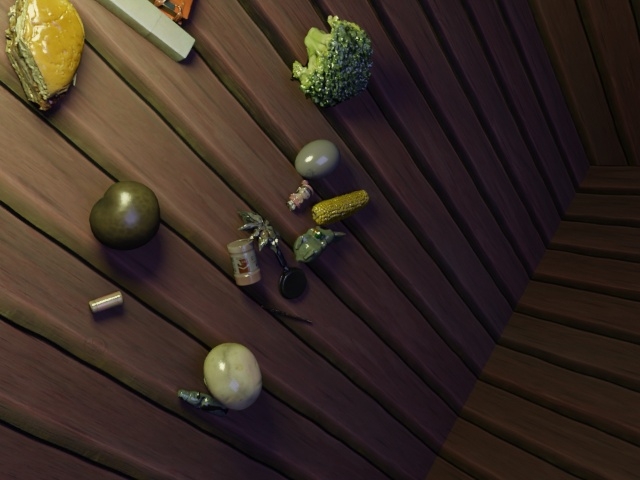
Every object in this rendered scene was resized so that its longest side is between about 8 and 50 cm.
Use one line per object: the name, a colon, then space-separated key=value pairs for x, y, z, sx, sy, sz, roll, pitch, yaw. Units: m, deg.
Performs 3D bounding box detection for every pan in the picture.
pan: x=-0.128 y=0.134 z=1.939 sx=0.136 sy=0.028 sz=0.235 roll=-37 pitch=118 yaw=-28

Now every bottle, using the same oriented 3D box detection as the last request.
bottle: x=-0.675 y=0.196 z=1.519 sx=0.096 sy=0.045 sz=0.045 roll=-20 pitch=109 yaw=-33

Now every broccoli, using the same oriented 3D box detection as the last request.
broccoli: x=0.026 y=-0.672 z=1.791 sx=0.293 sy=0.281 sz=0.348 roll=-24 pitch=150 yaw=-11

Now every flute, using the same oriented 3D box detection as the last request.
flute: x=-0.136 y=0.304 z=1.971 sx=0.269 sy=0.014 sz=0.014 roll=26 pitch=82 yaw=-37

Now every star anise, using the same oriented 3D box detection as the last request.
star anise: x=-0.216 y=-0.039 z=1.772 sx=0.061 sy=0.205 sz=0.180 roll=-43 pitch=162 yaw=26

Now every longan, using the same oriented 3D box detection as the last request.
longan: x=-0.585 y=-0.074 z=1.458 sx=0.198 sy=0.198 sz=0.213 roll=22 pitch=78 yaw=-38

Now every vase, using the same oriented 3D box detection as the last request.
vase: x=-0.433 y=0.591 z=1.762 sx=0.211 sy=0.059 sz=0.060 roll=35 pitch=76 yaw=-35

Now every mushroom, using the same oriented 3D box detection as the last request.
mushroom: x=-0.327 y=0.496 z=1.749 sx=0.246 sy=0.202 sz=0.246 roll=44 pitch=29 yaw=-32

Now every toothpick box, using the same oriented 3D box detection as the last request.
toothpick box: x=-0.279 y=0.078 z=1.770 sx=0.098 sy=0.098 sz=0.149 roll=-22 pitch=109 yaw=-33

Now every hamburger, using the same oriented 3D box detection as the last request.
hamburger: x=-0.737 y=-0.530 z=1.289 sx=0.245 sy=0.155 sz=0.282 roll=-48 pitch=128 yaw=-30

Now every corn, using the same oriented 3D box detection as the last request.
corn: x=0.079 y=-0.134 z=2.012 sx=0.310 sy=0.101 sz=0.102 roll=-21 pitch=110 yaw=-38

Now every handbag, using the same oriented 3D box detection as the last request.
handbag: x=-0.458 y=-0.789 z=1.498 sx=0.127 sy=0.062 sz=0.190 roll=21 pitch=72 yaw=-38

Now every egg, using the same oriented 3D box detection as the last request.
egg: x=-0.011 y=-0.315 z=1.879 sx=0.198 sy=0.146 sz=0.147 roll=-26 pitch=113 yaw=-24

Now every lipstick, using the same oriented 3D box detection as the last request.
lipstick: x=-0.557 y=-0.690 z=1.442 sx=0.371 sy=0.076 sz=0.080 roll=32 pitch=76 yaw=-37

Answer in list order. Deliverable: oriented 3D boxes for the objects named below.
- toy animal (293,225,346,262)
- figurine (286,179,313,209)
toy animal: x=-0.003 y=-0.001 z=1.976 sx=0.251 sy=0.127 sz=0.126 roll=-28 pitch=102 yaw=-46
figurine: x=-0.084 y=-0.178 z=1.911 sx=0.129 sy=0.054 sz=0.072 roll=-43 pitch=106 yaw=-16
